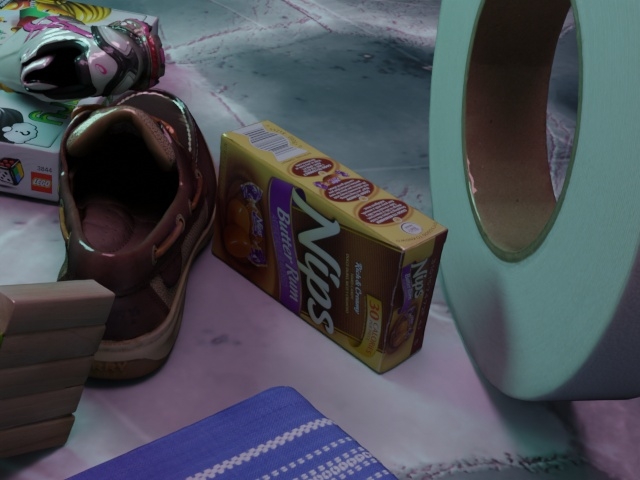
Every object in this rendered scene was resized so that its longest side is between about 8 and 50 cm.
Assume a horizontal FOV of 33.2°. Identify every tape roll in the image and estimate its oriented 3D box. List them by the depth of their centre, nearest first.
[{"bbox_3d":[0.159,-0.088,0.705,0.072,0.392,0.392,1,34,-12],"label":"tape roll"}]

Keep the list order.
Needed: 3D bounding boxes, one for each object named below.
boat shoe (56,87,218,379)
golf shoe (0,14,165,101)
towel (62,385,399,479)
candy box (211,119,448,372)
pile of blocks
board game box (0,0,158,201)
[{"bbox_3d":[-0.140,-0.048,0.814,0.123,0.123,0.342,7,34,-2],"label":"boat shoe"},{"bbox_3d":[-0.213,-0.144,0.854,0.186,0.067,0.086,4,18,41],"label":"golf shoe"},{"bbox_3d":[-0.007,0.214,0.542,0.243,0.040,0.336,-19,44,-37],"label":"towel"},{"bbox_3d":[0.000,0.000,0.787,0.187,0.109,0.053,32,40,32],"label":"candy box"},{"bbox_3d":[-0.276,0.097,0.547,0.113,0.149,0.362,28,39,26],"label":"pile of blocks"},{"bbox_3d":[-0.284,-0.147,0.995,0.193,0.053,0.305,11,34,2],"label":"board game box"}]
